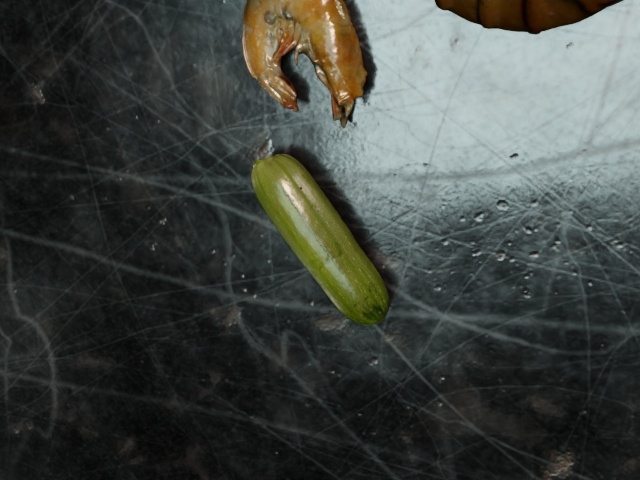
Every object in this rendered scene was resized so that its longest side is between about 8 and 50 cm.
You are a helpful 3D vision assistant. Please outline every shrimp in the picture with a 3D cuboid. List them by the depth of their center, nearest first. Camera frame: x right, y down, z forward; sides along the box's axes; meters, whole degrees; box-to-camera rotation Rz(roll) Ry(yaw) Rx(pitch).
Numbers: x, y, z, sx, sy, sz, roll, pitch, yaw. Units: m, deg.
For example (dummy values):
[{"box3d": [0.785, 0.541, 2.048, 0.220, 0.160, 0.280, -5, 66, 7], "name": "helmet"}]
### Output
[{"box3d": [-0.017, -0.208, 0.779, 0.132, 0.052, 0.187, -23, 93, 35], "name": "shrimp"}]

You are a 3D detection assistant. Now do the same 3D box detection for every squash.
[{"box3d": [0.000, 0.000, 0.829, 0.069, 0.069, 0.238, -32, 97, 24], "name": "squash"}]

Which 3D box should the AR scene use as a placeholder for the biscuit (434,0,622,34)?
[{"box3d": [0.162, -0.330, 0.574, 0.332, 0.103, 0.332, 31, 147, 23], "name": "biscuit"}]
